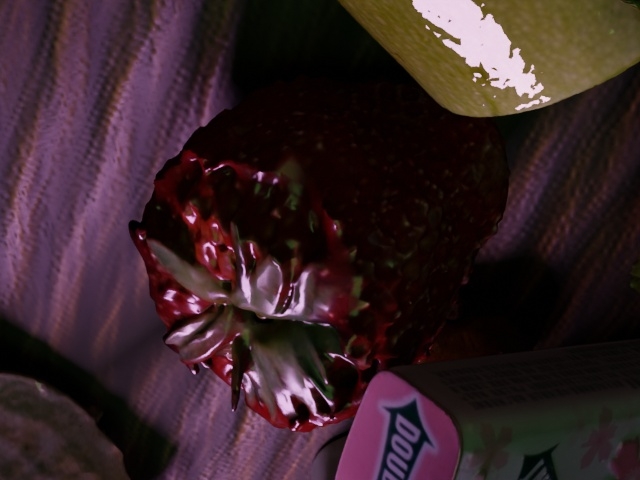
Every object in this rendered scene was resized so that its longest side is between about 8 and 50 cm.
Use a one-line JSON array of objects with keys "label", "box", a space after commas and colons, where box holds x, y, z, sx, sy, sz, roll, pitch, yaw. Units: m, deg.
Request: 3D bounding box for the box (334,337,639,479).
[{"label": "box", "box": [0.185, 0.180, 0.857, 0.369, 0.112, 0.190, 0, 115, -41]}]

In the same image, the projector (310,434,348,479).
[{"label": "projector", "box": [0.133, 0.339, 1.056, 0.248, 0.249, 0.248, -20, 124, 15]}]

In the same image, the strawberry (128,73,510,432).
[{"label": "strawberry", "box": [0.004, 0.002, 0.843, 0.261, 0.258, 0.261, 19, 133, 21]}]

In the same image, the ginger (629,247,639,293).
[{"label": "ginger", "box": [0.355, -0.054, 0.801, 0.236, 0.166, 0.375, -7, 148, 6]}]

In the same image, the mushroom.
[{"label": "mushroom", "box": [0.135, 0.106, 0.994, 0.127, 0.087, 0.127, 0, 150, 0]}]

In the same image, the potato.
[{"label": "potato", "box": [-0.307, 0.243, 1.086, 0.189, 0.211, 0.264, -10, 97, 53]}]

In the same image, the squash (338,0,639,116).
[{"label": "squash", "box": [0.056, -0.252, 0.628, 0.210, 0.234, 0.309, -19, 127, 37]}]
